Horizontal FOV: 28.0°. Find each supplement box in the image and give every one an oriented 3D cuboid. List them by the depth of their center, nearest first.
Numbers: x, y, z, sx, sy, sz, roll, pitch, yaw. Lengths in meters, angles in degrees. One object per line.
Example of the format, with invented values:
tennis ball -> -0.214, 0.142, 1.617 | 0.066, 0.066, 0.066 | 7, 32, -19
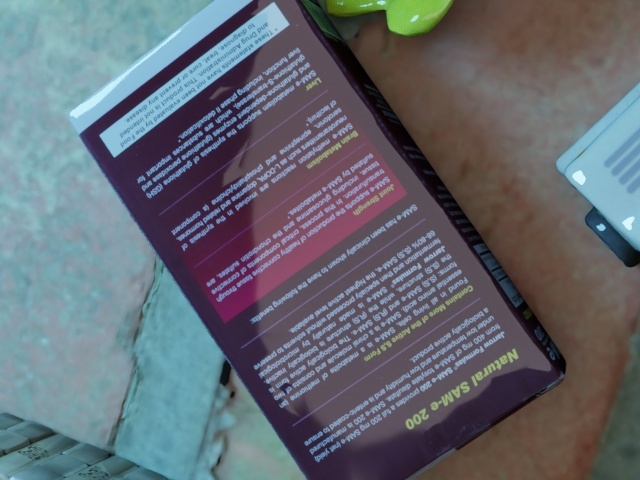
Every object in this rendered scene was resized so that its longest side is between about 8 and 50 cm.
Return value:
supplement box -> 0.000, 0.000, 0.628 | 0.130, 0.073, 0.239 | -35, 83, 11

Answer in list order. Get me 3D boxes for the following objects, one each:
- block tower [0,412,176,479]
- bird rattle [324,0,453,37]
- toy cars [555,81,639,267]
block tower -> -0.214, 0.128, 0.671 | 0.336, 0.097, 0.090 | 20, 95, 13
bird rattle -> 0.092, -0.209, 0.579 | 0.254, 0.143, 0.206 | -16, 71, 9
toy cars -> 0.205, 0.105, 0.578 | 0.177, 0.087, 0.393 | -4, 91, 12
